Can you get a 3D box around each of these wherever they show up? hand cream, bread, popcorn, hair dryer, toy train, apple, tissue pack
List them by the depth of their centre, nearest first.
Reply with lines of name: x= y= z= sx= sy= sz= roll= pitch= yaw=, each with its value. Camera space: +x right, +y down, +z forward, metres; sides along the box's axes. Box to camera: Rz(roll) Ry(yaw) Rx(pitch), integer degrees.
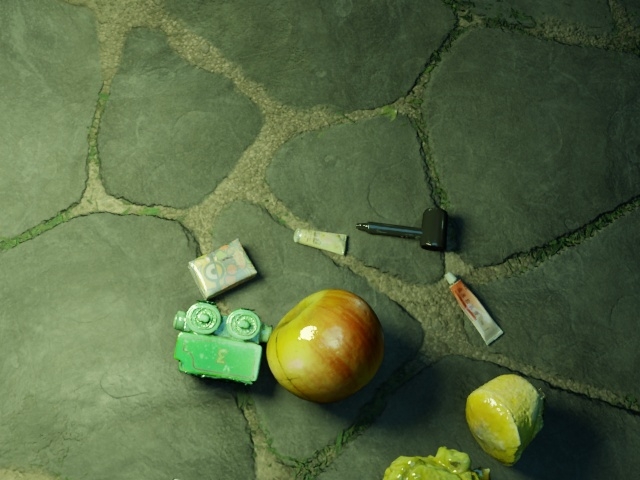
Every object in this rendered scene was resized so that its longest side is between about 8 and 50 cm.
popcorn: x=0.275 y=0.612 z=1.822 sx=0.271 sy=0.224 sz=0.257 roll=-6 pitch=64 yaw=-4
apple: x=0.015 y=0.256 z=1.879 sx=0.286 sy=0.286 sz=0.233 roll=-43 pitch=100 yaw=-19
toy train: x=-0.245 y=0.251 z=1.924 sx=0.243 sy=0.132 sz=0.188 roll=11 pitch=78 yaw=-4
bread: x=0.456 y=0.438 z=1.931 sx=0.171 sy=0.197 sz=0.197 roll=-30 pitch=77 yaw=-24
tissue pack: x=-0.252 y=0.076 z=2.017 sx=0.148 sy=0.060 sz=0.108 roll=-26 pitch=78 yaw=-15
hand cream: x=0.401 y=0.176 z=2.093 sx=0.052 sy=0.038 sz=0.216 roll=-38 pitch=83 yaw=10
hand cream: x=0.000 y=0.000 z=2.094 sx=0.143 sy=0.039 sz=0.061 roll=11 pitch=67 yaw=-9
hair dryer: x=0.222 y=-0.039 z=2.133 sx=0.248 sy=0.070 sz=0.114 roll=7 pitch=71 yaw=3

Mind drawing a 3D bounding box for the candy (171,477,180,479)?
candy: x=-0.395 y=0.647 z=1.805 sx=0.094 sy=0.051 sz=0.226 roll=42 pitch=68 yaw=18
